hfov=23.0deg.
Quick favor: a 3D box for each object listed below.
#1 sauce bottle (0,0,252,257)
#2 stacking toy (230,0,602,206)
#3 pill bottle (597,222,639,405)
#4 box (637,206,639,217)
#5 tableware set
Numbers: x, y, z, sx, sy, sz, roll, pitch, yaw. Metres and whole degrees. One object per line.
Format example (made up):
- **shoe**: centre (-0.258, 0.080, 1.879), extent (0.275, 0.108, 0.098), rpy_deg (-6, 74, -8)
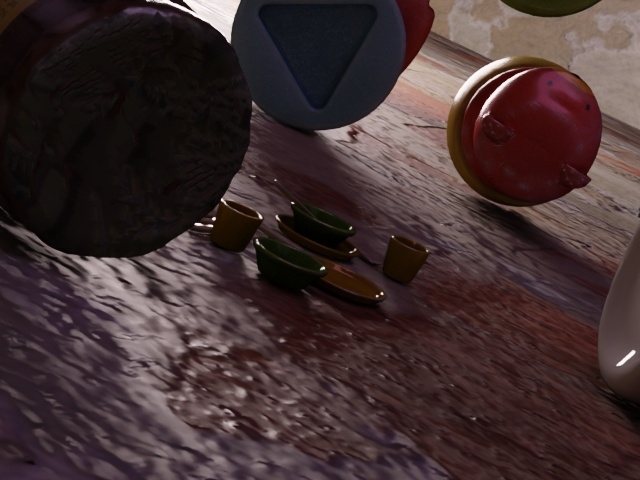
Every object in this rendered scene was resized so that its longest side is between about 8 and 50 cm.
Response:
- **sauce bottle**: centre (-0.151, -0.104, 0.717), extent (0.111, 0.111, 0.344), rpy_deg (16, 15, -36)
- **stacking toy**: centre (0.097, -0.181, 1.179), extent (0.309, 0.279, 0.130), rpy_deg (20, 10, -2)
- **pill bottle**: centre (0.269, 0.059, 0.791), extent (0.229, 0.131, 0.131), rpy_deg (23, 11, -8)
- **box**: centre (0.553, -0.123, 1.532), extent (0.293, 0.395, 0.212), rpy_deg (35, 14, 39)
- **tableware set**: centre (0.000, 0.000, 0.778), extent (0.104, 0.024, 0.154), rpy_deg (32, 13, 33)
